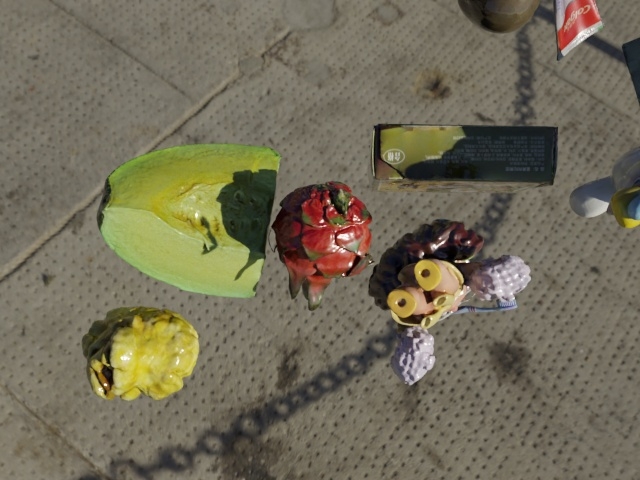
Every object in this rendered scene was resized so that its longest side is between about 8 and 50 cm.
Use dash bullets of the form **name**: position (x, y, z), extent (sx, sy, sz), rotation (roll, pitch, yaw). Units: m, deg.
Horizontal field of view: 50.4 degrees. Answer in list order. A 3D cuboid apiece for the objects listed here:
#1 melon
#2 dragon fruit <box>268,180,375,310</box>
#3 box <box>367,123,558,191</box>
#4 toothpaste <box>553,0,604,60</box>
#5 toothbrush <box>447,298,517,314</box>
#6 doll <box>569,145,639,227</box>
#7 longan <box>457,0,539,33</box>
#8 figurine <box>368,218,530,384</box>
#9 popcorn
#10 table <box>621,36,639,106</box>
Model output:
- **melon**: position (-0.262, -0.057, 1.377), extent (0.343, 0.226, 0.331), rotation (13, 97, -12)
- **dragon fruit**: position (0.000, 0.000, 1.327), extent (0.192, 0.274, 0.193), rotation (-20, 52, -37)
- **box**: position (0.329, -0.196, 1.680), extent (0.420, 0.373, 0.138), rotation (1, 91, 3)
- **toothpaste**: position (0.294, -0.361, 0.815), extent (0.048, 0.301, 0.075), rotation (14, 58, 38)
- **toothbrush**: position (0.200, 0.103, 1.017), extent (0.013, 0.193, 0.019), rotation (-40, 114, -51)
- **doll**: position (0.707, -0.117, 1.352), extent (0.187, 0.376, 0.365), rotation (47, 19, 1)
- **longan**: position (0.392, -0.544, 1.494), extent (0.189, 0.189, 0.189), rotation (4, 61, -7)
- **figurine**: position (0.117, 0.047, 0.720), extent (0.174, 0.240, 0.116), rotation (-43, 91, 11)
- **popcorn**: position (-0.352, 0.210, 1.313), extent (0.226, 0.203, 0.200), rotation (44, 96, 22)
- **table**: position (0.388, -0.167, 0.758), extent (0.062, 0.175, 0.146), rotation (-19, 60, 31)
